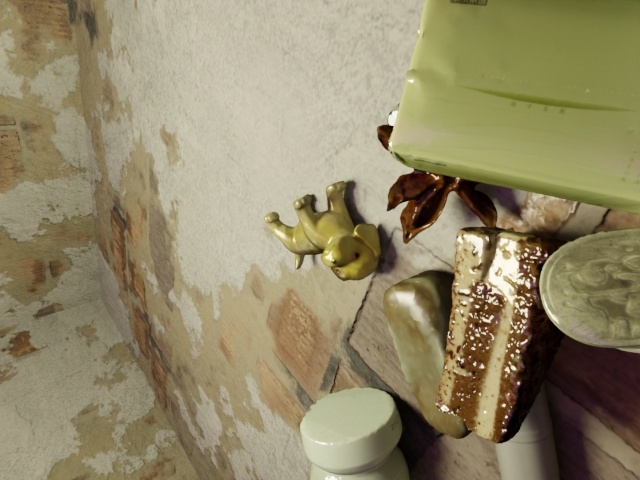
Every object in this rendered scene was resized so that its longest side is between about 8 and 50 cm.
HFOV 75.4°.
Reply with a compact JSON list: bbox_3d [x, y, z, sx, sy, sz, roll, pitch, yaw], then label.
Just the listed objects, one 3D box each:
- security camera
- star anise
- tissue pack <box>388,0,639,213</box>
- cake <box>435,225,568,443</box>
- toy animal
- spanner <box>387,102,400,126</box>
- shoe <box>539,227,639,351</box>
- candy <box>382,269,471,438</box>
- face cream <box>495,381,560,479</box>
[{"bbox_3d":[0.075,0.422,0.774,0.195,0.195,0.236,-4,103,50],"label":"security camera"},{"bbox_3d":[0.162,-0.103,0.528,0.212,0.111,0.196,-31,115,31],"label":"star anise"},{"bbox_3d":[0.198,-0.129,0.387,0.234,0.125,0.159,16,97,18],"label":"tissue pack"},{"bbox_3d":[0.233,0.104,0.500,0.112,0.135,0.246,20,113,51],"label":"cake"},{"bbox_3d":[0.002,-0.012,0.762,0.233,0.121,0.168,5,118,52],"label":"toy animal"},{"bbox_3d":[0.170,-0.266,0.540,0.087,0.024,0.315,41,130,31],"label":"spanner"},{"bbox_3d":[0.362,0.037,0.352,0.316,0.159,0.124,-13,62,23],"label":"shoe"},{"bbox_3d":[0.178,0.163,0.619,0.102,0.104,0.233,-13,93,50],"label":"candy"},{"bbox_3d":[0.271,0.244,0.561,0.077,0.077,0.250,-5,99,50],"label":"face cream"}]
